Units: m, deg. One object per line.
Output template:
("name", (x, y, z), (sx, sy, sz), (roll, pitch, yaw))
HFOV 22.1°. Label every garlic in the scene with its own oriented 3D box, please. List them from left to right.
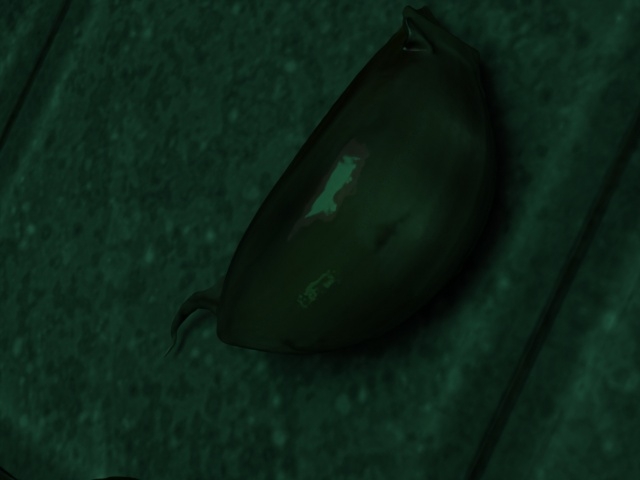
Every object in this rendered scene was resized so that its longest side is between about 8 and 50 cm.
("garlic", (-0.004, 0.003, 0.894), (0.266, 0.148, 0.128), (-42, 86, 14))

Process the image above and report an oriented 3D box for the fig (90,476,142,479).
("fig", (-0.127, 0.233, 0.853), (0.167, 0.167, 0.233), (-27, 48, 30))
